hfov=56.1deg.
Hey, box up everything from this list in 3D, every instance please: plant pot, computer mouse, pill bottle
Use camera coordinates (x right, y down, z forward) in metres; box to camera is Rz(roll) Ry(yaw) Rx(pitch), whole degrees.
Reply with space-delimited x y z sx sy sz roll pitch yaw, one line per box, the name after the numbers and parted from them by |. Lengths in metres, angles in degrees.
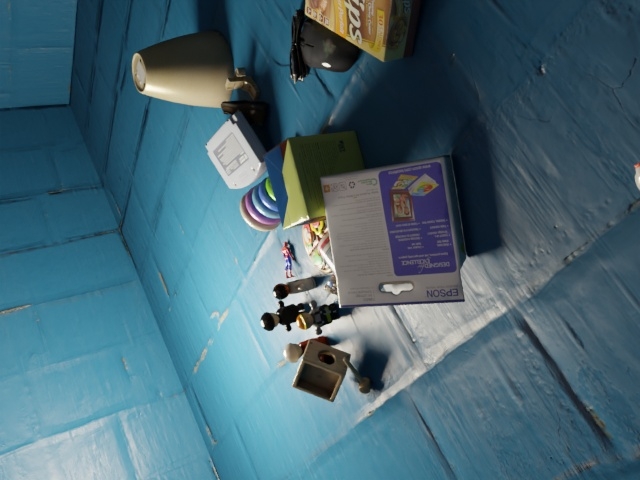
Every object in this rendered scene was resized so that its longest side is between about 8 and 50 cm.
-0.464 -0.559 1.975 0.256 0.274 0.256 24 120 50 | plant pot
-0.011 -0.485 1.510 0.272 0.072 0.188 26 121 50 | computer mouse
0.081 0.060 1.533 0.180 0.108 0.108 54 141 31 | pill bottle

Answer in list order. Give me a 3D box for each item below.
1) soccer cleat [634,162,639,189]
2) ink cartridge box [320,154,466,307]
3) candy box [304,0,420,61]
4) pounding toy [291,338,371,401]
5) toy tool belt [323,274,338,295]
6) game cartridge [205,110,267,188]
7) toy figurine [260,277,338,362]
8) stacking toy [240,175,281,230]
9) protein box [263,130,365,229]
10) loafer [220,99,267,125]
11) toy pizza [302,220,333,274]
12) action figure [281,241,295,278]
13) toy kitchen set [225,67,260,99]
0.536 -0.110 0.841 0.076 0.068 0.196 65 153 8 | soccer cleat
0.161 -0.013 1.329 0.304 0.072 0.307 -6 98 30 | ink cartridge box
0.086 -0.541 1.316 0.316 0.087 0.183 46 145 39 | candy box
0.048 0.357 1.677 0.206 0.094 0.181 20 126 2 | pounding toy
0.047 0.123 1.670 0.051 0.052 0.083 35 141 3 | toy tool belt
-0.265 -0.273 1.924 0.198 0.062 0.297 55 152 -8 | game cartridge
-0.067 0.229 1.777 0.213 0.148 0.209 52 140 33 | toy figurine
-0.109 -0.157 1.726 0.330 0.141 0.141 -42 66 49 | stacking toy
-0.004 -0.151 1.498 0.136 0.201 0.199 -18 86 57 | protein box
-0.244 -0.396 1.880 0.220 0.080 0.078 20 117 52 | loafer
0.000 0.000 1.701 0.201 0.032 0.201 25 122 50 | toy pizza
-0.101 0.059 1.876 0.038 0.030 0.115 -17 82 51 | action figure
-0.233 -0.477 1.832 0.075 0.083 0.068 59 143 25 | toy kitchen set
